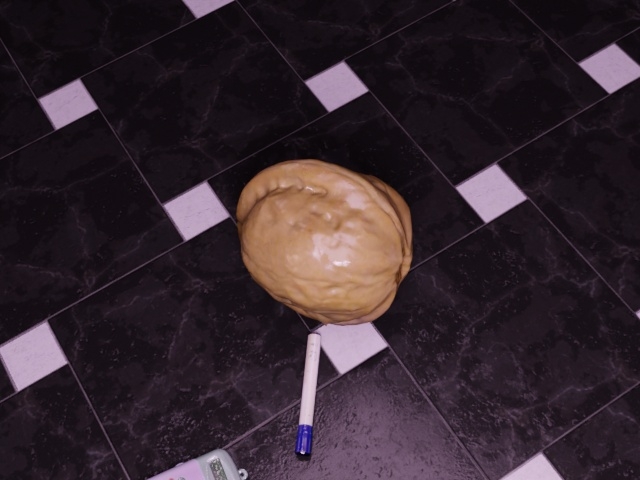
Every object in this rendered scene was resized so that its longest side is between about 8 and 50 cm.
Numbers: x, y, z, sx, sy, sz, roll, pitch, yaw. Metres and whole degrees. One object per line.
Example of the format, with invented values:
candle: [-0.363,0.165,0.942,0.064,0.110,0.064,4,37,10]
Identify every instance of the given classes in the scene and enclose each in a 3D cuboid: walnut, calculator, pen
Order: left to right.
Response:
calculator: [-0.260,0.513,1.740,0.246,0.045,0.141,-21,61,-9]
pen: [-0.025,0.320,1.839,0.033,0.033,0.269,2,61,6]
walnut: [0.015,0.001,1.863,0.383,0.384,0.384,-2,60,3]
